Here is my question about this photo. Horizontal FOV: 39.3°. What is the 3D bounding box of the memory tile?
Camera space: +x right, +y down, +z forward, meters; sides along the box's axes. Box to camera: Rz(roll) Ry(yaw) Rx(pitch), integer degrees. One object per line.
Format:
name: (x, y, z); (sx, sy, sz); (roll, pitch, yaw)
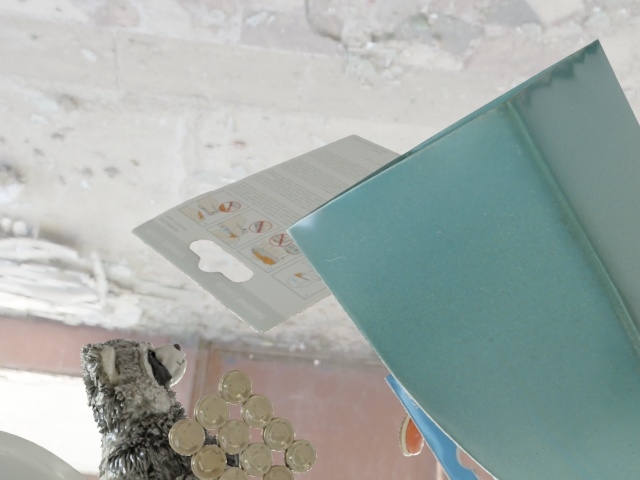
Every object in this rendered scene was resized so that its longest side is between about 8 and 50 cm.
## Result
memory tile: (-0.082, 0.222, 0.963); (0.148, 0.113, 0.012); (50, 156, -15)

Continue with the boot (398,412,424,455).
boot: (0.169, 0.280, 1.391); (0.085, 0.059, 0.157); (15, 122, 14)

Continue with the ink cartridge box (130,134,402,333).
ink cartridge box: (0.000, 0.000, 1.158); (0.308, 0.385, 0.091); (31, 138, 44)

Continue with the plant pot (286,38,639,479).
plant pot: (0.134, 0.034, 0.549); (0.166, 0.165, 0.234); (-28, 94, 39)

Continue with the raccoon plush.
raccoon plush: (-0.321, 0.358, 1.361); (0.299, 0.446, 0.216); (42, 143, -16)

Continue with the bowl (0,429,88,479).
bowl: (-0.395, 0.380, 1.116); (0.298, 0.298, 0.134); (32, 100, -41)

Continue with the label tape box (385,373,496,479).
label tape box: (0.246, 0.205, 1.093); (0.348, 0.249, 0.115); (-27, 168, -32)
